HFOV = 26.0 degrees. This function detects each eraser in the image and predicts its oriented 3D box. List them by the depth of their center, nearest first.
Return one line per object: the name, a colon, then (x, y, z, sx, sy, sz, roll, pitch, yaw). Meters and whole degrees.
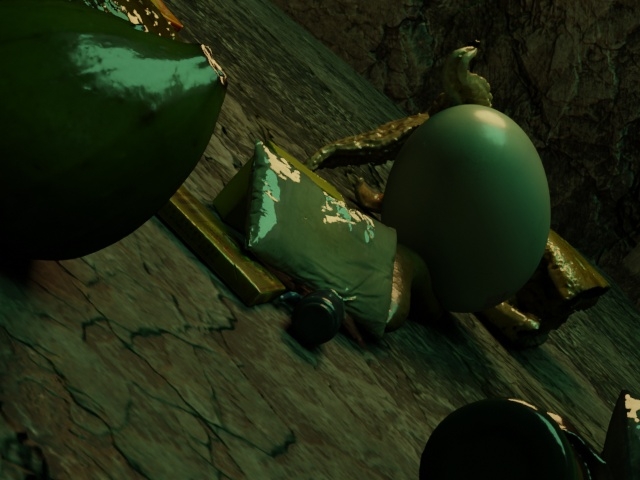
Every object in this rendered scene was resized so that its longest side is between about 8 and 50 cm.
eraser: (-0.044, -0.041, 1.558, 0.122, 0.097, 0.045, 34, 13, -39)

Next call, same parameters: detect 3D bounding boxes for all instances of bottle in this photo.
bottle: (0.188, 0.226, 1.230, 0.271, 0.143, 0.156, 39, 35, -65)

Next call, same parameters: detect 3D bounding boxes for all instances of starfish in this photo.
starfish: (0.126, -0.142, 1.988, 0.432, 0.324, 0.082, 29, 43, -69)

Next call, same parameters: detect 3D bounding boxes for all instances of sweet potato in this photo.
sweet potato: (0.091, 0.058, 1.708, 0.346, 0.079, 0.108, 2, 71, -74)

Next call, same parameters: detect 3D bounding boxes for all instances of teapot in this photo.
teapot: (-0.009, 0.076, 1.393, 0.083, 0.063, 0.049, -44, 127, -81)

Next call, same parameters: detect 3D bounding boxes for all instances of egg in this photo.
egg: (0.195, -0.041, 1.863, 0.230, 0.230, 0.371, 48, -17, 26)

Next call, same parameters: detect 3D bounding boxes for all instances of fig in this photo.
fig: (-0.183, -0.097, 1.020, 0.203, 0.225, 0.203, 64, 1, -2)

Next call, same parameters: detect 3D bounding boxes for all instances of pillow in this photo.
pillow: (0.000, 0.000, 1.490, 0.229, 0.050, 0.148, 33, 41, -37)

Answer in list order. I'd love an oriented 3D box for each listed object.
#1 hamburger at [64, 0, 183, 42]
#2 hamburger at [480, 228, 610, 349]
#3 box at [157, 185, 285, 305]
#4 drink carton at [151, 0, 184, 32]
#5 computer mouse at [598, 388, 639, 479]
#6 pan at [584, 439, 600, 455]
hamburger: (-0.241, -0.225, 1.495, 0.265, 0.134, 0.285, 41, 14, 4)
hamburger: (0.337, 0.068, 2.214, 0.192, 0.167, 0.288, 47, 13, 16)
box: (-0.105, 0.002, 1.382, 0.156, 0.022, 0.089, 44, 13, 12)
drink carton: (-0.289, -0.320, 1.831, 0.096, 0.071, 0.223, 50, 14, 29)
computer mouse: (0.319, 0.312, 1.276, 0.203, 0.114, 0.374, 74, -3, -50)
pan: (0.340, 0.300, 1.685, 0.202, 0.048, 0.128, 46, 12, 18)
